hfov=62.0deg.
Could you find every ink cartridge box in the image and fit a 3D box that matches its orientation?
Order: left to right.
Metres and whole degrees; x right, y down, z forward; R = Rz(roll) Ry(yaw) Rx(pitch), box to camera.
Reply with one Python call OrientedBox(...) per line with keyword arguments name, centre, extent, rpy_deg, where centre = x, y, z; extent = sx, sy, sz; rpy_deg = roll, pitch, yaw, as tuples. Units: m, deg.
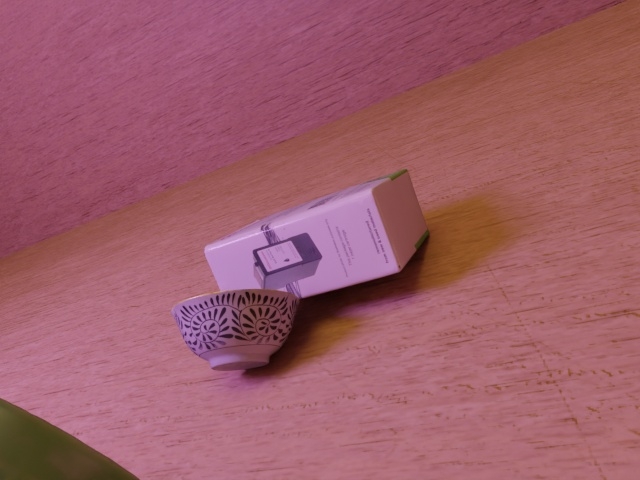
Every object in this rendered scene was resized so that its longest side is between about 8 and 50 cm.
OrientedBox(name="ink cartridge box", centre=(0.000, 0.000, 0.790), extent=(0.272, 0.115, 0.198), rpy_deg=(-17, 8, 26))

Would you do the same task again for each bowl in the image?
OrientedBox(name="bowl", centre=(-0.107, 0.124, 0.694), extent=(0.170, 0.170, 0.080), rpy_deg=(-17, 67, 24))

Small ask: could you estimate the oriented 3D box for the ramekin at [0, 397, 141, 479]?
OrientedBox(name="ramekin", centre=(-0.226, 0.232, 0.339), extent=(0.303, 0.303, 0.148), rpy_deg=(-13, 32, 33))
